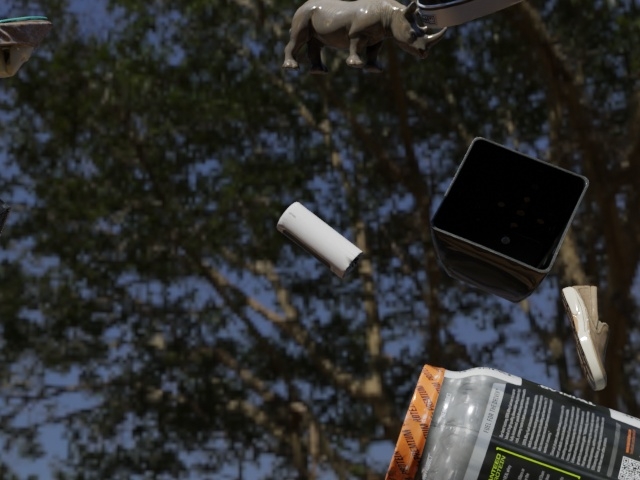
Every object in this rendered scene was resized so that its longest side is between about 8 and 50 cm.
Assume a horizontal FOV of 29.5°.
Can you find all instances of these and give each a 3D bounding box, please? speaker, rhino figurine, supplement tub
[{"bbox_3d":[0.000,0.000,1.904,0.136,0.055,0.055,37,-24,12],"label":"speaker"},{"bbox_3d":[0.062,-0.295,1.726,0.243,0.106,0.073,2,-2,25],"label":"rhino figurine"},{"bbox_3d":[0.241,0.260,1.360,0.316,0.194,0.193,19,-25,7],"label":"supplement tub"}]

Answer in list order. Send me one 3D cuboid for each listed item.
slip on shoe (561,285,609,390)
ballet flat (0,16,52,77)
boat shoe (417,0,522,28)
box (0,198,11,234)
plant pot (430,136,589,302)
[{"bbox_3d":[0.313,0.108,1.396,0.041,0.135,0.051,-11,-42,3],"label":"slip on shoe"},{"bbox_3d":[-0.594,-0.340,2.161,0.107,0.106,0.316,-10,3,35],"label":"ballet flat"},{"bbox_3d":[0.250,-0.374,1.561,0.306,0.113,0.105,-23,-62,-15],"label":"boat shoe"},{"bbox_3d":[-0.632,0.085,1.919,0.079,0.257,0.322,38,-48,6],"label":"box"},{"bbox_3d":[0.281,-0.012,1.872,0.187,0.188,0.167,22,-31,14],"label":"plant pot"}]
